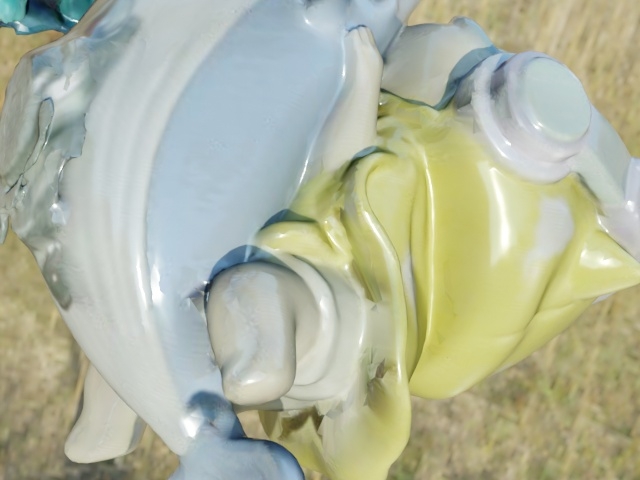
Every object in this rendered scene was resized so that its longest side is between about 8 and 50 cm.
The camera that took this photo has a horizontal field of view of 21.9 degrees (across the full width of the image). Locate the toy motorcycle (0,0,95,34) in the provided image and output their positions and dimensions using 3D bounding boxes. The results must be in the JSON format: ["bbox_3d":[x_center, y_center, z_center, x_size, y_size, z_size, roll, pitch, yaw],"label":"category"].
[{"bbox_3d":[-0.151,-0.197,0.998,0.260,0.154,0.206,-17,24,-39],"label":"toy motorcycle"}]

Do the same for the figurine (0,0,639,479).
[{"bbox_3d":[0.000,0.000,0.443,0.184,0.128,0.208,23,64,-21],"label":"figurine"}]
